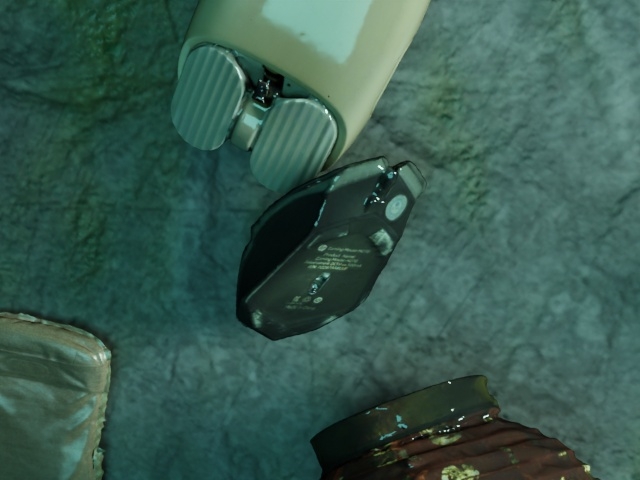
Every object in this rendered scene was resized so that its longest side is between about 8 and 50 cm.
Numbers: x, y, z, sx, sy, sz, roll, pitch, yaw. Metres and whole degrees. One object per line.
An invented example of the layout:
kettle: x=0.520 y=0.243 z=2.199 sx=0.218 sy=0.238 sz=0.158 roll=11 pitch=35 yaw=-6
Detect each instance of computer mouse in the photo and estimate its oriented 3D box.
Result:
computer mouse: x=0.000 y=0.000 z=0.919 sx=0.106 sy=0.062 sz=0.192 roll=8 pitch=133 yaw=-36
computer mouse: x=-0.012 y=-0.149 z=0.872 sx=0.145 sy=0.082 sz=0.236 roll=31 pitch=114 yaw=0

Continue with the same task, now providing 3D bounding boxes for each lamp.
lamp: x=0.091 y=0.224 z=0.911 sx=0.247 sy=0.247 sz=0.247 roll=5 pitch=111 yaw=12

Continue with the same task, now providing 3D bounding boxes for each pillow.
pillow: x=-0.242 y=0.163 z=1.076 sx=0.135 sy=0.034 sz=0.211 roll=14 pitch=112 yaw=13
